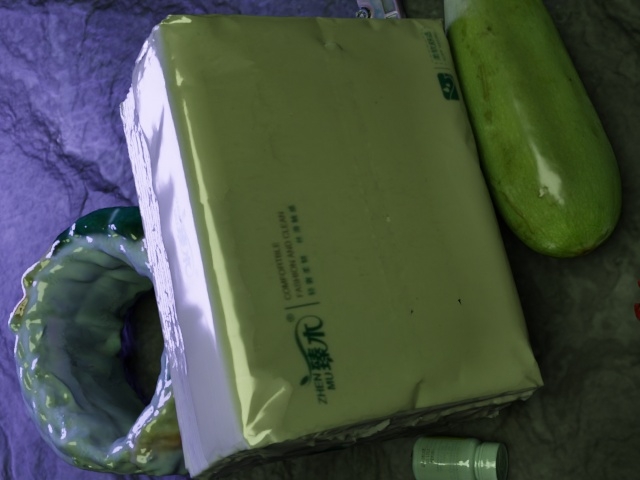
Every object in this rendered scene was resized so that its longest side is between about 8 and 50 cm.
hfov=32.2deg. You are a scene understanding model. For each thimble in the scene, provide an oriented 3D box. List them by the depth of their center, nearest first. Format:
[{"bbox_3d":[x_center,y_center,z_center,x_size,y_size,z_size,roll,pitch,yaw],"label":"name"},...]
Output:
[{"bbox_3d":[-0.183,0.113,1.156,0.254,0.167,0.288,-30,69,20],"label":"thimble"}]

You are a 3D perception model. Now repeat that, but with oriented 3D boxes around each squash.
[{"bbox_3d":[0.181,-0.153,1.051,0.118,0.118,0.370,-25,70,20],"label":"squash"}]

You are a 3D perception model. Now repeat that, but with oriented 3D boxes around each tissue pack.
[{"bbox_3d":[0.000,0.000,1.008,0.207,0.297,0.380,-39,62,60],"label":"tissue pack"}]

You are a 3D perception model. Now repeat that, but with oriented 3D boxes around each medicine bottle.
[{"bbox_3d":[0.132,0.210,1.053,0.083,0.047,0.047,-3,81,25],"label":"medicine bottle"}]

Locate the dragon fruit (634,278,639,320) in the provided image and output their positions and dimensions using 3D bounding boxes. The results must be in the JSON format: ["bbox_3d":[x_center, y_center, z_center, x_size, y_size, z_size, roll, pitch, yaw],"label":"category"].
[{"bbox_3d":[0.362,0.093,0.860,0.268,0.205,0.210,-120,35,-54],"label":"dragon fruit"}]

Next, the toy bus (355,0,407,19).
[{"bbox_3d":[0.059,-0.264,1.170,0.052,0.037,0.130,-19,75,20],"label":"toy bus"}]
